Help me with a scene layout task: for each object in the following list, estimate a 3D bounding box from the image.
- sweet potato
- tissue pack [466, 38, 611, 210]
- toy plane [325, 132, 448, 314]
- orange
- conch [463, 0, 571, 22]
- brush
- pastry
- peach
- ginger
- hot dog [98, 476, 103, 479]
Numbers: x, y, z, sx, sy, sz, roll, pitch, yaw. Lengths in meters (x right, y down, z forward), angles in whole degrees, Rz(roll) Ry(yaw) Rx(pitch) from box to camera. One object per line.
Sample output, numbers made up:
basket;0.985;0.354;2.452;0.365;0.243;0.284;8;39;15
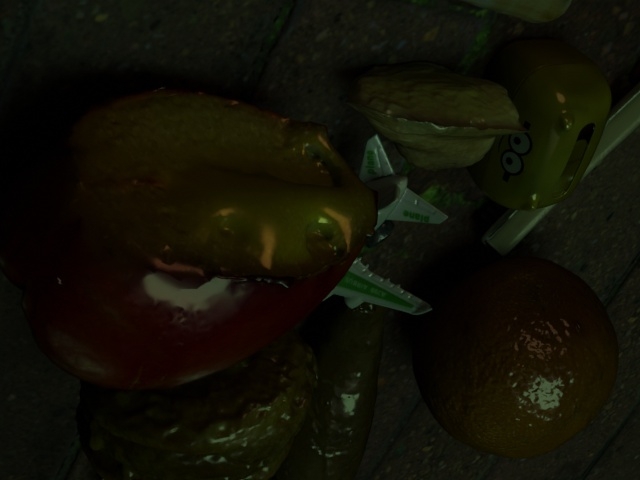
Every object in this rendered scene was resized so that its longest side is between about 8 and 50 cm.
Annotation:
sweet potato;0.012;0.188;1.593;0.130;0.130;0.423;-7;133;-30
tissue pack;0.239;-0.119;1.441;0.123;0.127;0.178;-10;136;-31
toy plane;0.001;-0.002;1.396;0.255;0.101;0.251;-34;104;25
orange;0.237;0.144;1.625;0.264;0.264;0.264;-20;139;-18
conch;0.170;-0.272;1.232;0.255;0.127;0.158;-12;137;-26
brush;0.309;-0.110;1.566;0.321;0.050;0.060;-44;138;8
pastry;-0.121;0.137;1.305;0.240;0.235;0.132;4;137;-3
peach;-0.112;-0.010;1.183;0.338;0.281;0.281;-22;140;-5
ginger;0.097;-0.120;1.361;0.193;0.115;0.123;5;142;-27
hot dog;-0.172;0.230;1.549;0.109;0.072;0.269;9;126;-43
